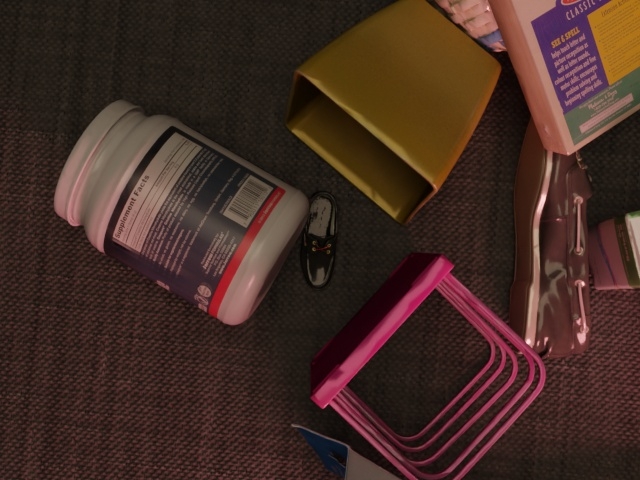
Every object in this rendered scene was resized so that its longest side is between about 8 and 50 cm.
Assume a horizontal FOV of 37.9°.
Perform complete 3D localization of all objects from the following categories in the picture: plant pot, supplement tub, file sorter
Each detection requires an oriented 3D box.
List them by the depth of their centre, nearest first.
[{"bbox_3d":[0.120,0.149,1.100,0.182,0.290,0.202,43,89,0],"label":"file sorter"},{"bbox_3d":[-0.169,-0.036,1.161,0.272,0.191,0.191,30,89,3],"label":"supplement tub"},{"bbox_3d":[0.099,-0.174,1.162,0.212,0.212,0.187,40,79,3],"label":"plant pot"}]

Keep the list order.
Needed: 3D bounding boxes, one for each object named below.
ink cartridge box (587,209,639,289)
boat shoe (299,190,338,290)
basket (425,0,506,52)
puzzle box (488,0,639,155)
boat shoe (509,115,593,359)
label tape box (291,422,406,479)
[{"bbox_3d":[0.424,0.002,1.136,0.154,0.212,0.093,-14,84,2],"label":"ink cartridge box"},{"bbox_3d":[-0.002,0.000,1.231,0.048,0.042,0.133,4,89,0],"label":"boat shoe"},{"bbox_3d":[0.177,-0.378,1.143,0.201,0.255,0.289,-40,105,-3],"label":"basket"},{"bbox_3d":[0.383,-0.317,1.078,0.408,0.052,0.272,-32,115,-12],"label":"puzzle box"},{"bbox_3d":[0.306,-0.015,1.196,0.095,0.112,0.336,4,93,-7],"label":"boat shoe"},{"bbox_3d":[0.109,0.360,1.058,0.347,0.249,0.115,26,71,20],"label":"label tape box"}]
